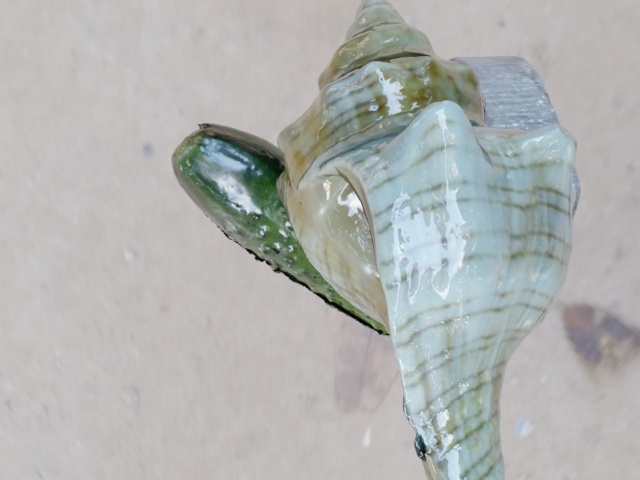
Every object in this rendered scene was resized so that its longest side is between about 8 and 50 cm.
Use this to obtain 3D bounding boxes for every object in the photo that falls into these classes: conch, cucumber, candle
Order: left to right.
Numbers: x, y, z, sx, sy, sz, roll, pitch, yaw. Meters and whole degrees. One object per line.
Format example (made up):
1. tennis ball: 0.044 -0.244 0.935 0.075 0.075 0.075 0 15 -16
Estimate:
1. cucumber: 0.000 0.000 1.258 0.227 0.069 0.069 37 75 -20
2. conch: 0.078 -0.004 1.111 0.169 0.203 0.386 -30 53 2
3. candle: 0.140 -0.044 1.475 0.068 0.168 0.192 -5 97 -16
